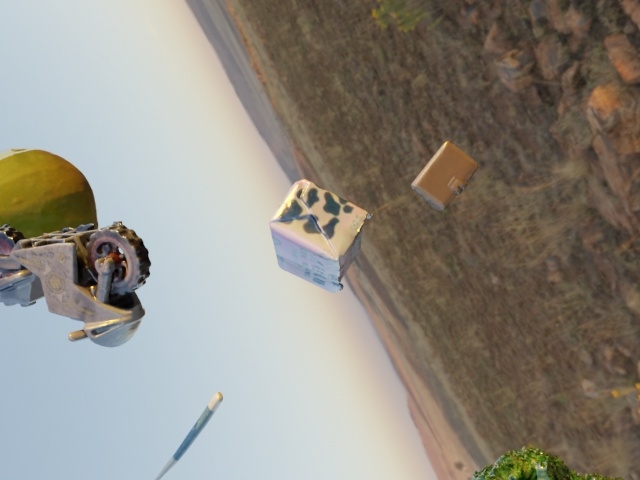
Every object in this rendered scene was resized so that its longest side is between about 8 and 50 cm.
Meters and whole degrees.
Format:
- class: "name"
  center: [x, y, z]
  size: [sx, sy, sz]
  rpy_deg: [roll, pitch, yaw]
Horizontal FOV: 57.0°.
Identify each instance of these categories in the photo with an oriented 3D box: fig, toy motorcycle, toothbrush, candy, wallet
- class: "fig"
  center: [-0.457, -0.034, 0.875]
  size: [0.207, 0.230, 0.207]
  rpy_deg: [30, 126, 52]
- class: "toy motorcycle"
  center: [-0.251, 0.042, 0.591]
  size: [0.080, 0.215, 0.122]
  rpy_deg: [-31, -62, -61]
- class: "toothbrush"
  center: [-0.233, 0.356, 1.004]
  size: [0.025, 0.275, 0.019]
  rpy_deg: [21, -155, -35]
- class: "candy"
  center: [0.000, 0.000, 0.676]
  size: [0.092, 0.073, 0.160]
  rpy_deg: [27, 164, 8]
- class: "wallet"
  center: [0.319, -0.163, 1.505]
  size: [0.118, 0.152, 0.039]
  rpy_deg: [40, 180, -4]

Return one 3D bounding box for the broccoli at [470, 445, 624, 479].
- class: "broccoli"
  center: [0.224, 0.331, 0.474]
  size: [0.297, 0.298, 0.297]
  rpy_deg: [63, 167, 10]
